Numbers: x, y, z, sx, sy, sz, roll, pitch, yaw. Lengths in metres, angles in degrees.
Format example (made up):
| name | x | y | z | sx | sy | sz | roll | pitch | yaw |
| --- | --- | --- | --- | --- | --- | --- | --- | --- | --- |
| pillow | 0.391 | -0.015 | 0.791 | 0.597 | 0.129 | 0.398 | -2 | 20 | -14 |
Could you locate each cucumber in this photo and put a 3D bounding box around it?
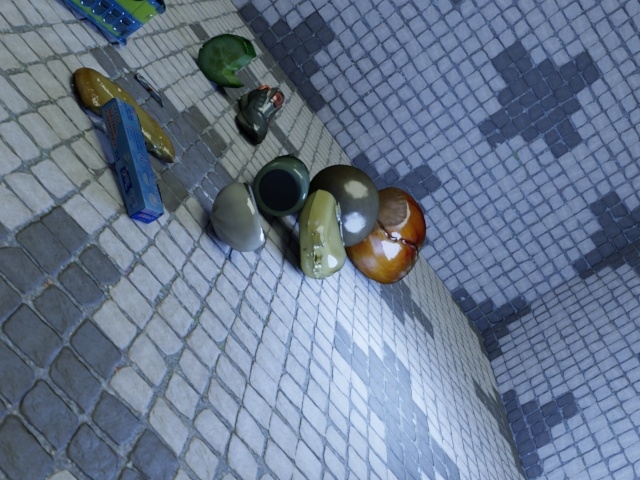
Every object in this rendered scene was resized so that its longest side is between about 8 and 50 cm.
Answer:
| name | x | y | z | sx | sy | sz | roll | pitch | yaw |
| --- | --- | --- | --- | --- | --- | --- | --- | --- | --- |
| cucumber | -0.331 | -0.642 | 2.441 | 0.191 | 0.191 | 0.130 | 54 | 15 | -6 |

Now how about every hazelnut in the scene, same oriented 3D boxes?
| name | x | y | z | sx | sy | sz | roll | pitch | yaw |
| --- | --- | --- | --- | --- | --- | --- | --- | --- | --- |
| hazelnut | 0.247 | -0.019 | 2.630 | 0.315 | 0.372 | 0.372 | 11 | -28 | 52 |

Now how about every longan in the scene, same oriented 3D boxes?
| name | x | y | z | sx | sy | sz | roll | pitch | yaw |
| --- | --- | --- | --- | --- | --- | --- | --- | --- | --- |
| longan | 0.068 | -0.119 | 2.368 | 0.297 | 0.297 | 0.297 | 50 | 16 | -20 |

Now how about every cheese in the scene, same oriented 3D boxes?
| name | x | y | z | sx | sy | sz | roll | pitch | yaw |
| --- | --- | --- | --- | --- | --- | --- | --- | --- | --- |
| cheese | 0.000 | 0.000 | 2.100 | 0.316 | 0.128 | 0.260 | -76 | 151 | -66 |

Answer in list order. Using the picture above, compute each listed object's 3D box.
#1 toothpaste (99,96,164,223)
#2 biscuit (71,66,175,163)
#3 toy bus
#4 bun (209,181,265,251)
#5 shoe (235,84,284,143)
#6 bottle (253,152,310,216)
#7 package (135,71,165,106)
| name | x | y | z | sx | sy | sz | roll | pitch | yaw |
| --- | --- | --- | --- | --- | --- | --- | --- | --- | --- |
| toothpaste | -0.394 | -0.167 | 1.440 | 0.066 | 0.053 | 0.272 | 20 | 46 | -60 |
| biscuit | -0.452 | -0.297 | 1.605 | 0.299 | 0.045 | 0.154 | 37 | 24 | -51 |
| toy bus | -0.563 | -0.669 | 1.761 | 0.312 | 0.190 | 0.152 | 34 | 26 | -53 |
| bun | -0.208 | -0.053 | 1.687 | 0.173 | 0.119 | 0.173 | 163 | -90 | -85 |
| shoe | -0.200 | -0.472 | 2.484 | 0.132 | 0.171 | 0.336 | 48 | 17 | -27 |
| bottle | -0.111 | -0.186 | 2.190 | 0.168 | 0.168 | 0.347 | 53 | 11 | -9 |
| package | -0.458 | -0.408 | 1.868 | 0.110 | 0.015 | 0.037 | 47 | 18 | -24 |
